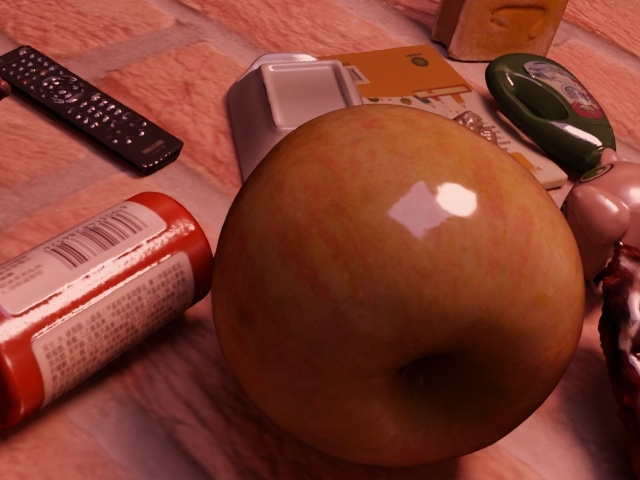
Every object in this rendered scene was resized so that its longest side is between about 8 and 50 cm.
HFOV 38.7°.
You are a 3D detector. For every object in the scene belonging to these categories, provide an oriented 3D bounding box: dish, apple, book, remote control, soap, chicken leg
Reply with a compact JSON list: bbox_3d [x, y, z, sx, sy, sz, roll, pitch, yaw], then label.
[{"bbox_3d":[-0.019,-0.147,0.981,0.154,0.064,0.234,-6,43,-10],"label":"dish"},{"bbox_3d":[0.050,0.028,0.661,0.257,0.257,0.234,2,34,-14],"label":"apple"},{"bbox_3d":[0.118,-0.140,1.061,0.208,0.020,0.295,-11,45,-27],"label":"book"},{"bbox_3d":[-0.250,-0.139,0.954,0.245,0.025,0.063,33,44,22],"label":"remote control"},{"bbox_3d":[0.254,-0.361,1.174,0.160,0.257,0.080,-5,43,-21],"label":"soap"},{"bbox_3d":[0.320,0.170,0.683,0.158,0.096,0.407,-24,59,-3],"label":"chicken leg"}]

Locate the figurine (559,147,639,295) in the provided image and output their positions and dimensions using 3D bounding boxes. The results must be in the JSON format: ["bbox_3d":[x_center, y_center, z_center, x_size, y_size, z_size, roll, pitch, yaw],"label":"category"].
[{"bbox_3d":[0.285,-0.018,0.882,0.125,0.125,0.138,13,20,0],"label":"figurine"}]

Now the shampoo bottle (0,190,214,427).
[{"bbox_3d":[-0.206,0.062,0.663,0.104,0.104,0.278,33,43,22],"label":"shampoo bottle"}]

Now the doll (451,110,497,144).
[{"bbox_3d":[0.177,-0.015,0.860,0.202,0.091,0.286,58,17,-9],"label":"doll"}]

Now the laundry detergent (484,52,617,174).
[{"bbox_3d":[0.279,-0.140,1.069,0.137,0.063,0.211,8,39,-27],"label":"laundry detergent"}]

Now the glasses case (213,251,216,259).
[{"bbox_3d":[0.000,0.000,0.842,0.205,0.047,0.071,-28,53,-38],"label":"glasses case"}]

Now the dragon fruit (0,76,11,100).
[{"bbox_3d":[-0.422,-0.126,0.673,0.371,0.386,0.249,-24,86,-7],"label":"dragon fruit"}]
